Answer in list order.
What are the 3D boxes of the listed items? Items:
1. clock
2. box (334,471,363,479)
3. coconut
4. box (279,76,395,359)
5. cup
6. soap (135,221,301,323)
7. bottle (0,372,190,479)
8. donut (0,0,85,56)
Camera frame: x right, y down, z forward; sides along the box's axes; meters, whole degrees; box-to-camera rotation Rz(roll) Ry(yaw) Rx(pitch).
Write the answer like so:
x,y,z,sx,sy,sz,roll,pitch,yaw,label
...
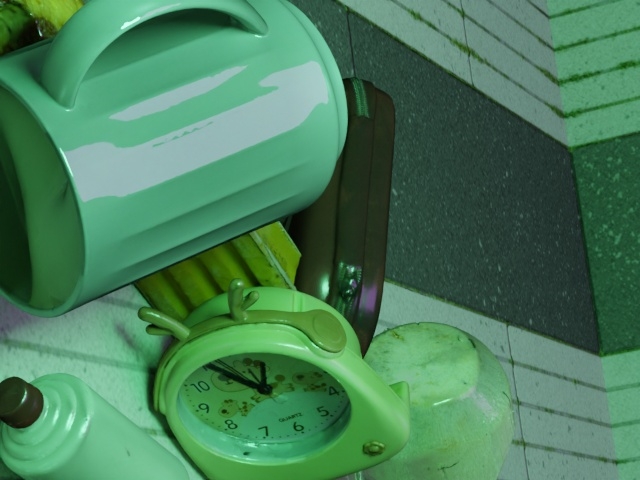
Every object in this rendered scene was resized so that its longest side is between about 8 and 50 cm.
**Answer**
x,y,z,sx,sy,sz,roll,pitch,yaw,label
-0.060,0.141,2.024,0.308,0.235,0.096,53,28,-39,clock
-0.005,0.249,2.272,0.062,0.089,0.122,9,70,-53,box
0.132,0.228,2.430,0.227,0.227,0.230,-78,165,-44,coconut
0.000,0.000,2.239,0.108,0.263,0.404,16,50,-12,box
-0.147,-0.122,1.736,0.327,0.322,0.237,-25,61,-35,cup
-0.115,0.023,2.048,0.257,0.160,0.080,56,30,-41,soap
-0.223,0.196,1.787,0.245,0.104,0.104,48,37,-48,bottle
-0.335,-0.219,1.730,0.151,0.112,0.295,60,20,3,donut
